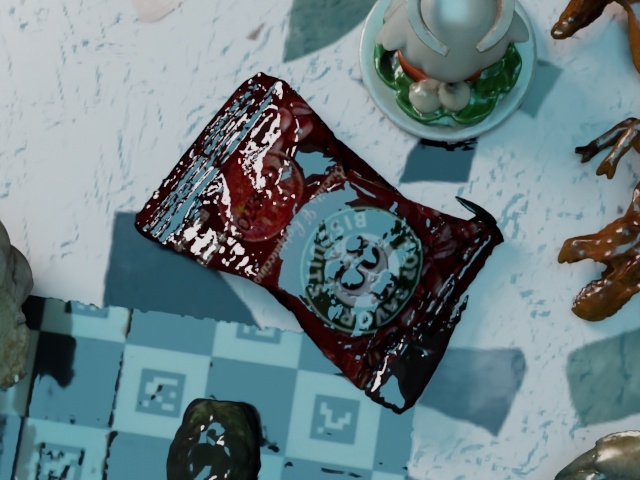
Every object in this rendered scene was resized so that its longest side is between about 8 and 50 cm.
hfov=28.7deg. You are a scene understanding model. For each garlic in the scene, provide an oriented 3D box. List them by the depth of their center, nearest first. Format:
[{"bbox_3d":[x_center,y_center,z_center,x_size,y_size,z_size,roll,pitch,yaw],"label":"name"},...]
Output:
[{"bbox_3d":[-0.280,0.035,0.850,0.194,0.131,0.127,-5,78,39],"label":"garlic"}]

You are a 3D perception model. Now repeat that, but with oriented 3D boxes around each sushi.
[{"bbox_3d":[-0.123,0.223,0.841,0.343,0.064,0.359,8,83,3],"label":"sushi"}]

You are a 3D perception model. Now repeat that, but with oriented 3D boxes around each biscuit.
[{"bbox_3d":[0.003,-0.006,0.865,0.235,0.063,0.151,35,88,4],"label":"biscuit"}]

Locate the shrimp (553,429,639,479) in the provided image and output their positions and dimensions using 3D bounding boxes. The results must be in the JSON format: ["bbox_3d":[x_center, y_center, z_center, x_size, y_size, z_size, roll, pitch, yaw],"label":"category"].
[{"bbox_3d":[0.199,0.214,0.815,0.150,0.051,0.217,46,111,15],"label":"shrimp"}]

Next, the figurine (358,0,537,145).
[{"bbox_3d":[0.089,-0.139,0.832,0.132,0.154,0.132,0,84,2],"label":"figurine"}]

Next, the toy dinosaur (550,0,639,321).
[{"bbox_3d":[0.280,-0.146,0.856,0.208,0.097,0.432,42,90,-7],"label":"toy dinosaur"}]
